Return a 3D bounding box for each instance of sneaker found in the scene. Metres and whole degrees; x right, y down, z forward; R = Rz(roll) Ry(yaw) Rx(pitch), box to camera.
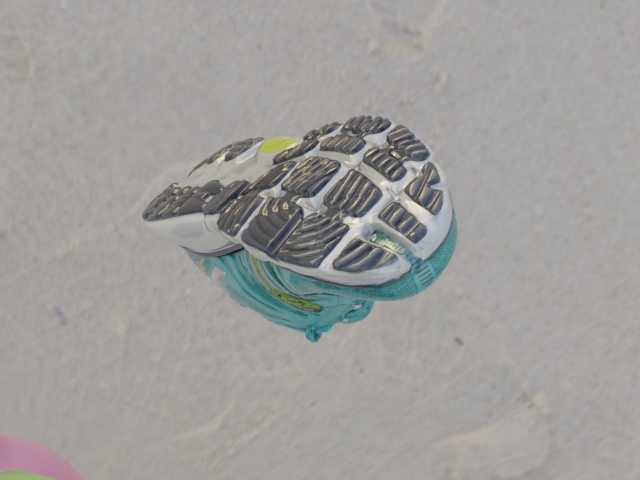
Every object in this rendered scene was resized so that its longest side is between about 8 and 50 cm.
[{"bbox_3d":[0.000,0.000,0.780,0.107,0.275,0.110,-42,109,-18],"label":"sneaker"}]

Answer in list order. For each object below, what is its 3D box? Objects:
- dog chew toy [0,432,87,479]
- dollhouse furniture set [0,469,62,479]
[{"bbox_3d":[-0.271,0.155,0.851,0.206,0.206,0.332,-45,109,-30],"label":"dog chew toy"},{"bbox_3d":[-0.156,0.244,0.498,0.151,0.197,0.302,-13,98,-39],"label":"dollhouse furniture set"}]
